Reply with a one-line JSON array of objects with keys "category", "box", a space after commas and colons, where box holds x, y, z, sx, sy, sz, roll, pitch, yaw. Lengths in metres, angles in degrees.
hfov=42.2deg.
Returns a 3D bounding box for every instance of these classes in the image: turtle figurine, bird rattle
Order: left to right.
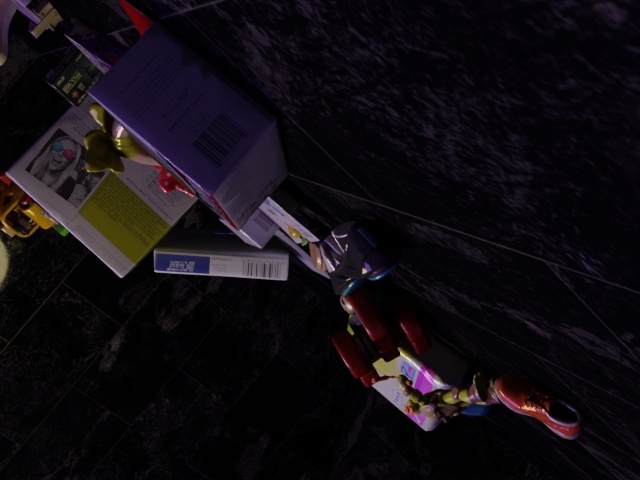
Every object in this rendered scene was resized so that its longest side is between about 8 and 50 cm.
[{"category": "bird rattle", "box": [-0.291, -0.173, 1.489, 0.254, 0.143, 0.207, 20, 141, -27]}, {"category": "turtle figurine", "box": [0.249, 0.325, 1.708, 0.217, 0.087, 0.269, -21, 141, 37]}]

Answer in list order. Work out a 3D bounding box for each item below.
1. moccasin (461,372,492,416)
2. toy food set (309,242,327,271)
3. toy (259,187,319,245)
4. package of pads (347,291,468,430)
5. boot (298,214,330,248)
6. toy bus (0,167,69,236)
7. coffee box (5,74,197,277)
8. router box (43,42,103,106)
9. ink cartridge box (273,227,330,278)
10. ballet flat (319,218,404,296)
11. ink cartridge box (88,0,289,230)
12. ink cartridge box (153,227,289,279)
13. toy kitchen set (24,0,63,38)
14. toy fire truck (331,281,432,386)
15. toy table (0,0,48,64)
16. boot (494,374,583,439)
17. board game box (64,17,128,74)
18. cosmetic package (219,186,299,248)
[{"category": "moccasin", "box": [0.274, 0.343, 2.086, 0.342, 0.137, 0.117, 37, -179, 26]}, {"category": "toy food set", "box": [-0.006, 0.023, 1.776, 0.083, 0.020, 0.082, -149, 50, -75]}, {"category": "toy", "box": [-0.096, -0.089, 1.468, 0.237, 0.056, 0.137, 45, 166, -12]}, {"category": "package of pads", "box": [0.191, 0.286, 1.948, 0.296, 0.101, 0.229, 38, 147, 24]}, {"category": "boot", "box": [0.000, 0.000, 1.645, 0.099, 0.045, 0.121, 39, 174, -24]}, {"category": "toy bus", "box": [-0.685, -0.060, 1.899, 0.191, 0.104, 0.202, 43, 174, 0]}, {"category": "coffee box", "box": [-0.466, -0.151, 1.956, 0.338, 0.334, 0.337, 43, 174, -8]}, {"category": "router box", "box": [-0.508, -0.355, 1.741, 0.038, 0.122, 0.092, 31, 172, 29]}, {"category": "ink cartridge box", "box": [-0.038, 0.013, 1.968, 0.223, 0.045, 0.224, 42, 174, -24]}, {"category": "ballet flat", "box": [0.055, 0.017, 1.247, 0.096, 0.095, 0.280, 49, 164, 2]}, {"category": "ink cartridge box", "box": [-0.191, -0.165, 1.157, 0.272, 0.130, 0.309, 40, 175, 6]}, {"category": "ink cartridge box", "box": [-0.243, 0.032, 2.139, 0.324, 0.071, 0.330, 3, -171, -2]}, {"category": "toy kitchen set", "box": [-0.578, -0.456, 1.669, 0.075, 0.068, 0.083, 39, 174, 7]}, {"category": "toy fire truck", "box": [0.089, 0.146, 1.725, 0.254, 0.169, 0.302, 57, 180, 22]}, {"category": "toy table", "box": [-0.738, -0.511, 1.828, 0.274, 0.161, 0.252, 38, 174, 28]}, {"category": "boot", "box": [0.355, 0.261, 1.353, 0.158, 0.059, 0.084, 28, 167, 23]}, {"category": "board game box", "box": [-0.325, -0.273, 1.608, 0.208, 0.056, 0.347, 31, 170, 34]}, {"category": "cosmetic package", "box": [-0.127, -0.057, 1.651, 0.085, 0.117, 0.231, 42, 173, -12]}]
